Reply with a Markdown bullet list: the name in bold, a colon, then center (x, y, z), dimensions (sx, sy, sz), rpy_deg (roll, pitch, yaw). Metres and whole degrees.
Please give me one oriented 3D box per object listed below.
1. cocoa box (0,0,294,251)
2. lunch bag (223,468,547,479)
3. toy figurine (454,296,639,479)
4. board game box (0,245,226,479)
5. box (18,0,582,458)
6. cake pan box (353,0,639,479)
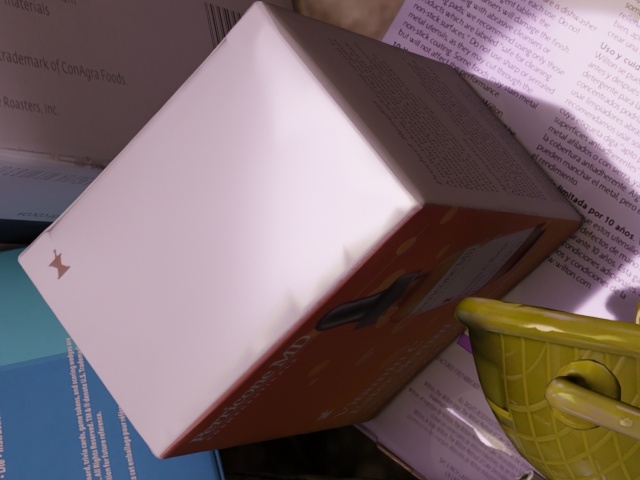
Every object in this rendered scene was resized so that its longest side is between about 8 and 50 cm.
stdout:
- **cocoa box**: center (-0.187, -0.108, 0.638), dimensions (0.228, 0.347, 0.231), rpy_deg (-15, 82, 25)
- **lunch bag**: center (0.001, 0.231, 0.613), dimensions (0.235, 0.169, 0.287), rpy_deg (-3, 67, 41)
- **toy figurine**: center (0.210, 0.151, 0.493), dimensions (0.362, 0.191, 0.217), rpy_deg (9, 102, -1)
- **board game box**: center (-0.198, 0.128, 0.564), dimensions (0.336, 0.079, 0.254), rpy_deg (-11, 41, -7)
- **box**: center (0.000, 0.000, 0.573), dimensions (0.130, 0.170, 0.091), rpy_deg (-44, 71, 19)
- **cake pan box**: center (0.122, 0.004, 0.645), dimensions (0.267, 0.070, 0.246), rpy_deg (34, 105, 22)
